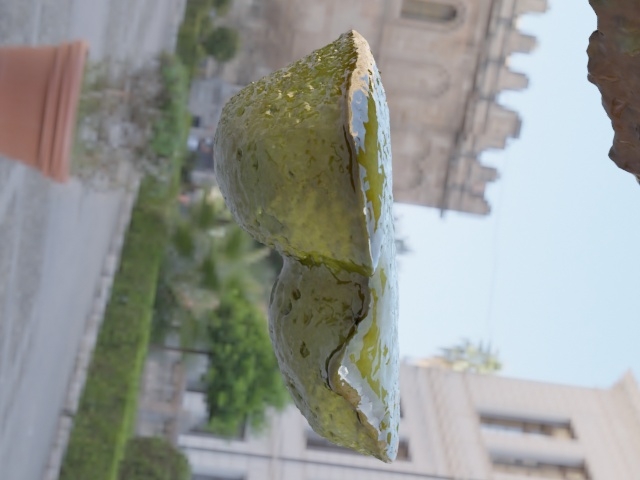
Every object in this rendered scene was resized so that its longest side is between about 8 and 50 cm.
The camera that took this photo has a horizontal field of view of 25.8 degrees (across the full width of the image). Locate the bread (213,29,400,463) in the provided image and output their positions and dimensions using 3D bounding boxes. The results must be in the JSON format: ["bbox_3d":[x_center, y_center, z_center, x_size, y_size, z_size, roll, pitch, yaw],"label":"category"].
[{"bbox_3d":[0.000,0.000,0.530,0.187,0.065,0.149,-88,169,-70],"label":"bread"}]

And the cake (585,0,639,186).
[{"bbox_3d":[0.284,-0.150,0.702,0.293,0.199,0.196,-57,144,-23],"label":"cake"}]
